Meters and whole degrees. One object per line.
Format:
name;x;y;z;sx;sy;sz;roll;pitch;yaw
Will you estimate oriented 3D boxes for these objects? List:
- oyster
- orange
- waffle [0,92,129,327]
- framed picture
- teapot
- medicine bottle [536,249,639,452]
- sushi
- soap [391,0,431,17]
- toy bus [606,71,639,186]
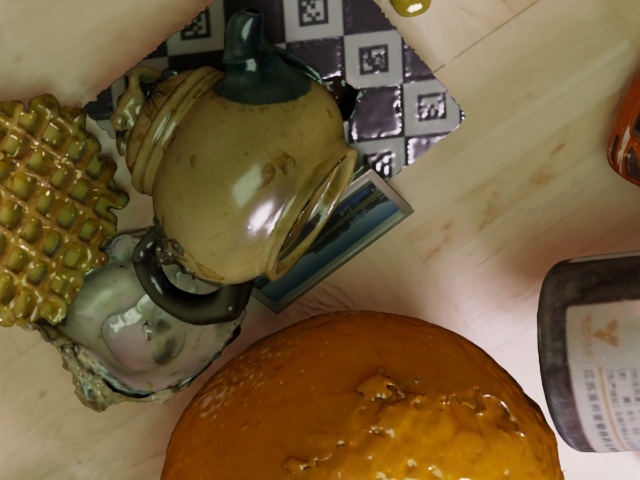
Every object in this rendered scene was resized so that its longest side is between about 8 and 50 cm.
oyster;-0.165;0.061;1.620;0.191;0.081;0.163;24;80;-4
orange;0.026;0.221;1.597;0.340;0.293;0.340;-6;103;-24
waffle;-0.234;-0.023;1.540;0.191;0.038;0.191;-7;100;-41
framed picture;0.000;0.000;1.616;0.149;0.011;0.109;-37;152;7
teapot;-0.083;-0.055;1.501;0.182;0.173;0.269;33;123;9
medicine bottle;0.323;0.082;1.568;0.273;0.165;0.165;-6;115;22
sushi;-0.036;-0.112;1.586;0.231;0.047;0.219;-38;118;9
soap;0.066;-0.222;1.581;0.034;0.012;0.089;-20;113;-3
toy bus;0.413;-0.052;1.644;0.329;0.153;0.143;23;103;-17
